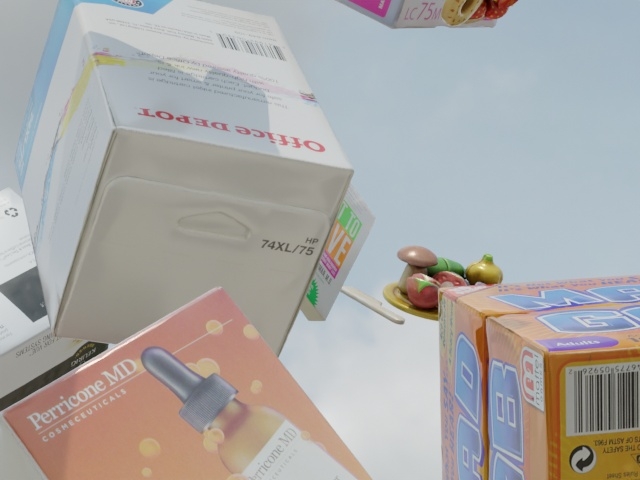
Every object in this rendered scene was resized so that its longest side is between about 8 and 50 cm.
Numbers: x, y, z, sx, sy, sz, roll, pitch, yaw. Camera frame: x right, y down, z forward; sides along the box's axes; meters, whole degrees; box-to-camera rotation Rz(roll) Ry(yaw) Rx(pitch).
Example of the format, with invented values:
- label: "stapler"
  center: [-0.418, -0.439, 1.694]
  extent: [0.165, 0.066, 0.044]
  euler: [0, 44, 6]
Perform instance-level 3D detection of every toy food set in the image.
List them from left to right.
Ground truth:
- label: "toy food set"
  center: [0.150, 0.048, 1.987]
  extent: [0.218, 0.128, 0.071]
  euler: [0, -70, -32]
- label: "toy food set"
  center: [0.126, -0.188, 1.179]
  extent: [0.083, 0.020, 0.082]
  euler: [4, -48, -53]

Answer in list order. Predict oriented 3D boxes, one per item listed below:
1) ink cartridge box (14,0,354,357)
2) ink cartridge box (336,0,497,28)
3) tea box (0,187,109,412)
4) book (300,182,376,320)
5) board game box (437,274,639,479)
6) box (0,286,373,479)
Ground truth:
- label: "ink cartridge box"
  center: [-0.124, -0.062, 1.345]
  extent: [0.198, 0.270, 0.197]
  euler: [10, -60, -23]
- label: "ink cartridge box"
  center: [0.010, -0.291, 1.589]
  extent: [0.186, 0.311, 0.065]
  euler: [-11, -57, -54]
- label: "tea box"
  center: [-0.449, 0.166, 1.954]
  extent: [0.220, 0.329, 0.323]
  euler: [38, -47, 22]
- label: "book"
  center: [0.000, 0.000, 1.722]
  extent: [0.035, 0.144, 0.096]
  euler: [0, -40, 35]
- label: "board game box"
  center: [0.342, 0.238, 1.680]
  extent: [0.356, 0.356, 0.356]
  euler: [-4, 8, -12]
- label: "box"
  center: [-0.054, 0.131, 0.727]
  extent: [0.130, 0.170, 0.091]
  euler: [-31, -14, -34]
